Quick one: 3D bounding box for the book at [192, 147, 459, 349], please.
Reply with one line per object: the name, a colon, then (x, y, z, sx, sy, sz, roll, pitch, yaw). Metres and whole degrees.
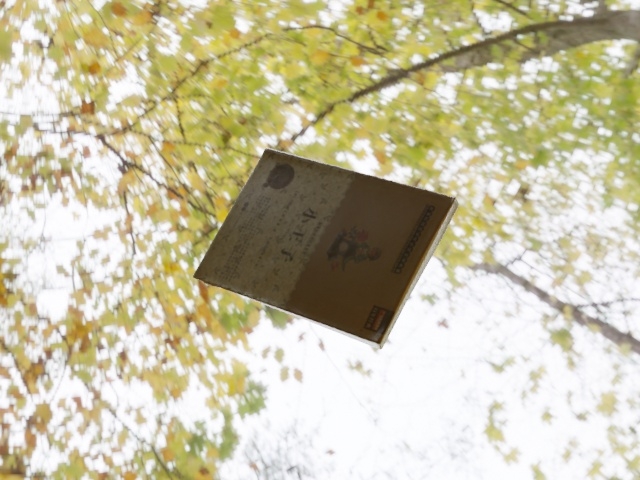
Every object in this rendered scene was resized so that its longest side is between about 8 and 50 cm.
book: (0.000, 0.000, 0.960, 0.138, 0.198, 0.016, -61, -36, -16)
